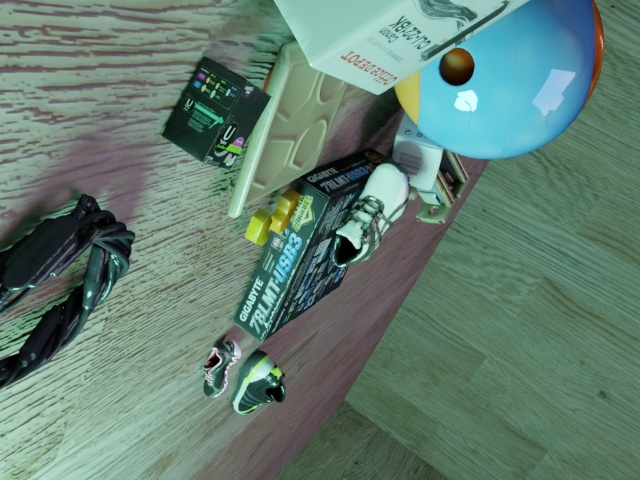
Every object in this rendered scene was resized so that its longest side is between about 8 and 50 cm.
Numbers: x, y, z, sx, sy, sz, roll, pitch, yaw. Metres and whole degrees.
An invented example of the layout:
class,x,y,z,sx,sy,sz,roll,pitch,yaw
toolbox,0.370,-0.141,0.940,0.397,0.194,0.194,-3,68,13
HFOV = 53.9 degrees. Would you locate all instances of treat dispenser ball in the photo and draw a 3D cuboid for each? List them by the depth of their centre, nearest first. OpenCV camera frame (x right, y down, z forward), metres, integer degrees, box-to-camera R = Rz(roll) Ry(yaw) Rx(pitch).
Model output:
class,x,y,z,sx,sy,sz,roll,pitch,yaw
treat dispenser ball,0.243,-0.259,0.889,0.288,0.288,0.288,-50,164,-20

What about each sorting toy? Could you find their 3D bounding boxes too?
class,x,y,z,sx,sy,sz,roll,pitch,yaw
sorting toy,-0.046,-0.116,0.783,0.229,0.041,0.307,-43,161,-54

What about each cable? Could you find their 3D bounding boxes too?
class,x,y,z,sx,sy,sz,roll,pitch,yaw
cable,-0.235,0.049,0.532,0.184,0.047,0.150,-54,170,-16

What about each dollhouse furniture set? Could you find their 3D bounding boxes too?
class,x,y,z,sx,sy,sz,roll,pitch,yaw
dollhouse furniture set,0.172,-0.128,1.240,0.129,0.184,0.129,-56,131,-22

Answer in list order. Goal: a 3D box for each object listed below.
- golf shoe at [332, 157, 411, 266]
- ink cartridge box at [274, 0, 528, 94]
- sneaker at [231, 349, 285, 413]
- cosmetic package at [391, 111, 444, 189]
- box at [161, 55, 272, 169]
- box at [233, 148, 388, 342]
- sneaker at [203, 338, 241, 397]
class,x,y,z,sx,sy,sz,roll,pitch,yaw
golf shoe,0.078,-0.034,0.996,0.094,0.077,0.198,-34,151,-54
ink cartridge box,0.110,-0.258,0.567,0.273,0.114,0.197,-28,174,23
sneaker,-0.126,0.327,1.342,0.084,0.097,0.234,-45,162,-35
cosmetic package,0.192,-0.215,1.098,0.117,0.085,0.231,94,18,-60
box,-0.095,-0.116,0.585,0.083,0.052,0.062,-59,166,8
box,0.000,0.000,1.094,0.293,0.073,0.295,-33,152,-58
sneaker,-0.180,0.219,1.065,0.057,0.047,0.119,-5,125,-53
